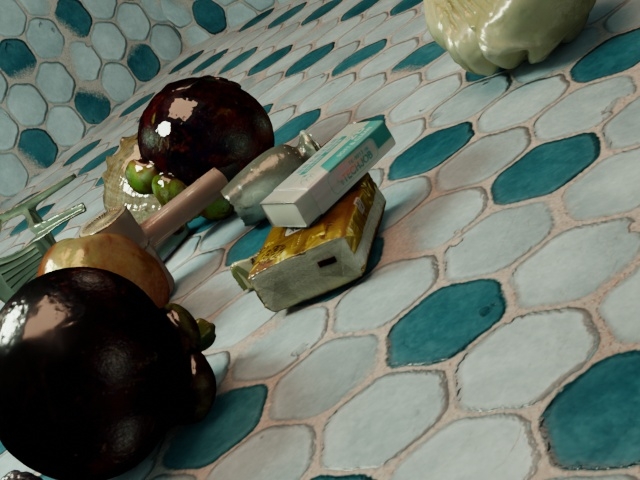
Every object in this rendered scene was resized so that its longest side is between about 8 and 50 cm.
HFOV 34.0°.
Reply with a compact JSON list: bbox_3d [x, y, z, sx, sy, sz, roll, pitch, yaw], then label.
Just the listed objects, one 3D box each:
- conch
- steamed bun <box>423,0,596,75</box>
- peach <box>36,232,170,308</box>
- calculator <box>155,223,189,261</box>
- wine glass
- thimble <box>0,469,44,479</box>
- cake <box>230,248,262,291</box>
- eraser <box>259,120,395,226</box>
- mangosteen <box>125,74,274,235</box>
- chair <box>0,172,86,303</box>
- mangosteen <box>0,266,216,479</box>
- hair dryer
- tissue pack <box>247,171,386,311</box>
[{"bbox_3d":[-0.404,-0.136,2.416,0.297,0.210,0.352,-48,14,10],"label":"conch"},{"bbox_3d":[0.365,-0.460,1.883,0.352,0.247,0.339,-63,33,26],"label":"steamed bun"},{"bbox_3d":[-0.375,0.117,1.768,0.232,0.232,0.257,-21,65,32],"label":"peach"},{"bbox_3d":[-0.369,0.033,2.180,0.141,0.045,0.246,-16,27,41],"label":"calculator"},{"bbox_3d":[-0.083,-0.117,1.986,0.204,0.111,0.111,-36,20,0],"label":"wine glass"},{"bbox_3d":[-0.396,0.360,1.386,0.095,0.104,0.066,-26,23,26],"label":"thimble"},{"bbox_3d":[-0.100,0.041,1.779,0.051,0.055,0.140,-25,4,26],"label":"cake"},{"bbox_3d":[0.013,-0.106,1.638,0.225,0.052,0.095,-43,26,-29],"label":"eraser"},{"bbox_3d":[-0.240,-0.189,2.163,0.311,0.311,0.311,-30,20,12],"label":"mangosteen"},{"bbox_3d":[-0.643,0.010,2.446,0.274,0.203,0.190,-29,31,-2],"label":"chair"},{"bbox_3d":[-0.301,0.189,1.421,0.297,0.313,0.297,-159,90,-86],"label":"mangosteen"},{"bbox_3d":[-0.269,-0.033,1.982,0.344,0.189,0.107,-40,23,-23],"label":"hair dryer"},{"bbox_3d":[0.000,0.000,1.623,0.183,0.092,0.226,-22,24,24],"label":"tissue pack"}]
